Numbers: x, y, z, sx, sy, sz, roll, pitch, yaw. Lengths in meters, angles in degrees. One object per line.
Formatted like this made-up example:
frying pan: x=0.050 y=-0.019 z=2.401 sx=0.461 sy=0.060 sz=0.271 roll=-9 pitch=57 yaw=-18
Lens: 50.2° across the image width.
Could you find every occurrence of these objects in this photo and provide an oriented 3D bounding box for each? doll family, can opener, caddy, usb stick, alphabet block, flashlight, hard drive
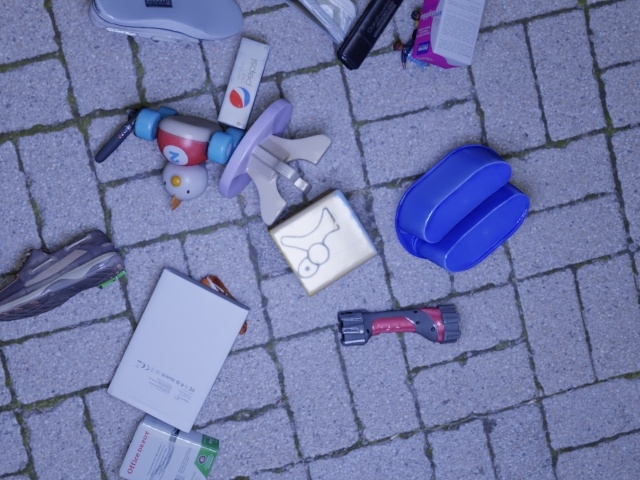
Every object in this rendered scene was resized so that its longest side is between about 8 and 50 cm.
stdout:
doll family: x=0.260 y=-0.524 z=1.729 sx=0.111 sy=0.076 sz=0.193 roll=22 pitch=86 yaw=-26
can opener: x=-0.486 y=-0.259 z=1.681 sx=0.186 sy=0.059 sz=0.073 roll=-43 pitch=97 yaw=-2
caddy: x=0.351 y=-0.083 z=1.722 sx=0.341 sy=0.179 sz=0.241 roll=-40 pitch=120 yaw=-2
usb stick: x=0.138 y=-0.558 z=1.724 sx=0.077 sy=0.045 sz=0.278 roll=33 pitch=90 yaw=-38
alphabet block: x=0.000 y=0.000 z=1.680 sx=0.197 sy=0.193 sz=0.192 roll=-31 pitch=95 yaw=-3
flashlight: x=0.202 y=0.226 z=1.761 sx=0.304 sy=0.103 sz=0.103 roll=-5 pitch=97 yaw=-7
hard drive: x=-0.354 y=0.273 z=1.703 sx=0.233 sy=0.047 sz=0.353 roll=27 pitch=99 yaw=1

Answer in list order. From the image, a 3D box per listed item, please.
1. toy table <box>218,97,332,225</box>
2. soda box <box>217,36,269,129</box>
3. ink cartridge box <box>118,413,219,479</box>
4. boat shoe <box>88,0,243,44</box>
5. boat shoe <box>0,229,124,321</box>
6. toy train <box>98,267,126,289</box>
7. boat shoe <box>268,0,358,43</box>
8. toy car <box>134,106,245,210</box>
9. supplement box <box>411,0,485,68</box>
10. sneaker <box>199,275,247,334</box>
toy table: x=-0.105 y=-0.185 z=1.646 sx=0.161 sy=0.252 sz=0.274 roll=36 pitch=102 yaw=9
soda box: x=-0.190 y=-0.385 z=1.698 sx=0.074 sy=0.069 sz=0.216 roll=17 pitch=91 yaw=-6
ink cartridge box: x=-0.381 y=0.549 z=1.730 sx=0.208 sy=0.087 sz=0.153 roll=24 pitch=91 yaw=-8
boat shoe: x=-0.375 y=-0.530 z=1.643 sx=0.367 sy=0.156 sz=0.135 roll=-9 pitch=90 yaw=-34
boat shoe: x=-0.661 y=0.085 z=1.667 sx=0.355 sy=0.132 sz=0.130 roll=-24 pitch=75 yaw=-8
toy train: x=-0.528 y=0.096 z=1.722 sx=0.083 sy=0.017 sz=0.023 roll=-32 pitch=107 yaw=-3
boat shoe: x=-0.064 y=-0.602 z=1.676 sx=0.320 sy=0.118 sz=0.103 roll=26 pitch=90 yaw=-15
toy car: x=-0.327 y=-0.176 z=1.643 sx=0.219 sy=0.210 sz=0.238 roll=17 pitch=105 yaw=5
supplement box: x=0.315 y=-0.539 z=1.651 sx=0.114 sy=0.111 sz=0.220 roll=10 pitch=93 yaw=-24
sneaker: x=-0.249 y=0.169 z=1.741 sx=0.067 sy=0.064 sz=0.175 roll=-35 pitch=93 yaw=19
